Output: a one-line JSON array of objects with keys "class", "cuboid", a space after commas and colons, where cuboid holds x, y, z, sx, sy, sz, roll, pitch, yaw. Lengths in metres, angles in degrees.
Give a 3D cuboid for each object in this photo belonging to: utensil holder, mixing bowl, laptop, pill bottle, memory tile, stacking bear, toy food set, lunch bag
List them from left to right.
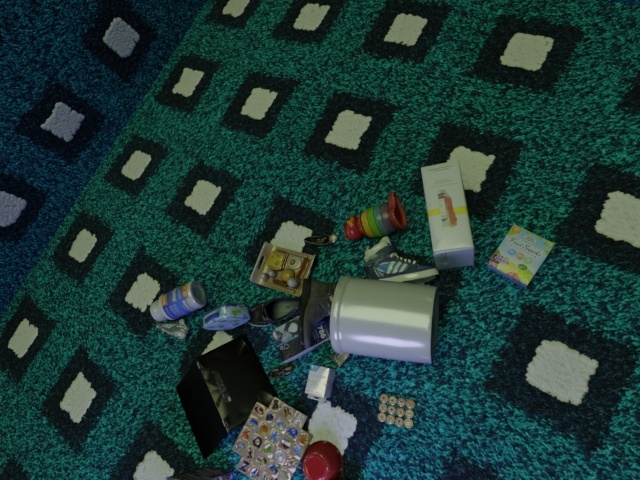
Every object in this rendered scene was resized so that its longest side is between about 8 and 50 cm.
[{"class": "pill bottle", "cuboid": [-0.755, 0.328, 2.178, 0.272, 0.152, 0.152, -24, 64, 11]}, {"class": "laptop", "cuboid": [-0.461, 0.741, 1.987, 0.408, 0.236, 0.382, -25, 61, -20]}, {"class": "lunch bag", "cuboid": [-0.460, 0.371, 2.004, 0.219, 0.176, 0.090, -31, 61, 37]}, {"class": "toy food set", "cuboid": [-0.188, 0.138, 2.055, 0.306, 0.092, 0.219, 14, 77, 25]}, {"class": "mixing bowl", "cuboid": [-0.008, 0.924, 1.692, 0.182, 0.098, 0.181, -8, 68, 20]}, {"class": "stacking bear", "cuboid": [0.241, -0.085, 1.932, 0.289, 0.164, 0.175, -18, 44, 27]}, {"class": "utensil holder", "cuboid": [0.269, 0.319, 1.677, 0.386, 0.327, 0.327, 3, 72, 22]}, {"class": "memory tile", "cuboid": [0.311, 0.700, 1.695, 0.148, 0.012, 0.113, 4, 73, 23]}]

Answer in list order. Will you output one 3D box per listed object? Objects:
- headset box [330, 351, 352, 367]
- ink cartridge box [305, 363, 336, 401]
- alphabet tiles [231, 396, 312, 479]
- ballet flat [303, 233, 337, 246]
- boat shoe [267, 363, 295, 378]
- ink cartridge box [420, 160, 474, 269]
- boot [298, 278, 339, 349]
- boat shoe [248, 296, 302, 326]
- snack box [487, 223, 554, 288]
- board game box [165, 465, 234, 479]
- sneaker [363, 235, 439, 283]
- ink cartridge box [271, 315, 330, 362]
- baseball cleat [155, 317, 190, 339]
[{"class": "headset box", "cuboid": [0.094, 0.514, 1.838, 0.062, 0.032, 0.083, 40, 88, 28]}, {"class": "ink cartridge box", "cuboid": [-0.001, 0.623, 1.804, 0.092, 0.090, 0.143, 7, 75, 24]}, {"class": "alphabet tiles", "cuboid": [-0.210, 0.877, 1.790, 0.285, 0.011, 0.342, 27, 83, 9]}, {"class": "ballet flat", "cuboid": [0.000, 0.000, 2.055, 0.173, 0.049, 0.057, -9, 69, 19]}, {"class": "boat shoe", "cuboid": [-0.181, 0.608, 1.910, 0.133, 0.042, 0.048, -22, 62, 11]}, {"class": "ink cartridge box", "cuboid": [0.542, -0.096, 1.746, 0.161, 0.279, 0.384, -8, 69, 18]}, {"class": "boot", "cuboid": [0.019, 0.324, 1.838, 0.223, 0.118, 0.337, 6, 64, -3]}, {"class": "boat shoe", "cuboid": [-0.225, 0.338, 1.985, 0.340, 0.113, 0.127, -9, 69, 19]}, {"class": "snack box", "cuboid": [0.819, 0.064, 1.693, 0.175, 0.070, 0.207, 32, 83, 29]}, {"class": "board game box", "cuboid": [-0.518, 1.101, 1.720, 0.141, 0.291, 0.231, 0, 71, 23]}, {"class": "sneaker", "cuboid": [0.347, 0.080, 1.840, 0.323, 0.130, 0.236, -13, 71, 23]}, {"class": "ink cartridge box", "cuboid": [-0.057, 0.423, 1.916, 0.333, 0.065, 0.165, -30, 62, 8]}, {"class": "baseball cleat", "cuboid": [-0.779, 0.458, 2.199, 0.206, 0.072, 0.109, 16, 62, 24]}]
